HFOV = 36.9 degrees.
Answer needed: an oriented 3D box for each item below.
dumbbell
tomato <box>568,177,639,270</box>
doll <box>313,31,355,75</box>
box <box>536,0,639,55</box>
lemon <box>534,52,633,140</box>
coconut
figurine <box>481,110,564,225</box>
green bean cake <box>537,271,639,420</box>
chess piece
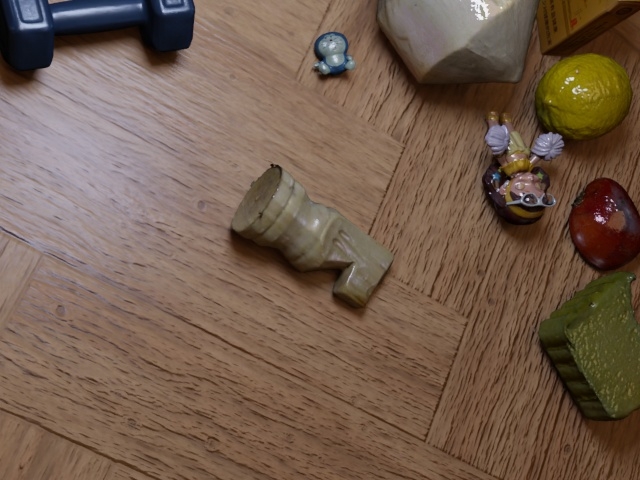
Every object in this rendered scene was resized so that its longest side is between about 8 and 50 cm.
[{"bbox_3d":[-0.369,-0.372,1.574,0.316,0.156,0.143,-13,55,-25],"label":"dumbbell"},{"bbox_3d":[0.600,-0.039,1.941,0.173,0.099,0.189,42,65,-8],"label":"tomato"},{"bbox_3d":[0.020,-0.347,1.785,0.076,0.050,0.083,-12,85,-7],"label":"doll"},{"bbox_3d":[0.531,-0.497,1.908,0.076,0.274,0.174,-3,80,-19],"label":"box"},{"bbox_3d":[0.526,-0.286,1.918,0.193,0.180,0.180,-26,90,-50],"label":"lemon"},{"bbox_3d":[0.270,-0.421,1.773,0.329,0.329,0.328,5,77,-22],"label":"coconut"},{"bbox_3d":[0.379,-0.147,1.861,0.175,0.116,0.240,1,73,-25],"label":"figurine"},{"bbox_3d":[0.558,0.206,1.859,0.233,0.124,0.236,-31,92,-24],"label":"green bean cake"},{"bbox_3d":[0.000,0.000,1.679,0.301,0.137,0.137,33,68,-26],"label":"chess piece"}]
